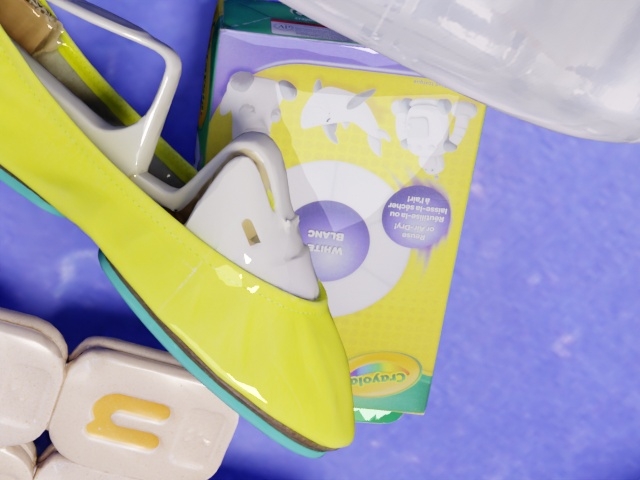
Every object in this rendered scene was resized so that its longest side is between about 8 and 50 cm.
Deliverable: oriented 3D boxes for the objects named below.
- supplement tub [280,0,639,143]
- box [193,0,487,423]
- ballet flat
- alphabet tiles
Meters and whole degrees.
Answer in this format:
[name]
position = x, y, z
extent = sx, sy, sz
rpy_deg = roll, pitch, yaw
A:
[supplement tub]
position = 0.098, -0.214, 0.415
extent = 0.207, 0.207, 0.338
rpy_deg = 23, 114, -15
[box]
position = 0.000, 0.000, 0.610
extent = 0.105, 0.043, 0.179
rpy_deg = 5, 118, -6
[ballet flat]
position = -0.060, -0.023, 0.543
extent = 0.231, 0.077, 0.077
rpy_deg = 42, 104, 3
[alphabet tiles]
position = -0.138, 0.146, 0.664
extent = 0.278, 0.021, 0.284
rpy_deg = 15, 124, -12
